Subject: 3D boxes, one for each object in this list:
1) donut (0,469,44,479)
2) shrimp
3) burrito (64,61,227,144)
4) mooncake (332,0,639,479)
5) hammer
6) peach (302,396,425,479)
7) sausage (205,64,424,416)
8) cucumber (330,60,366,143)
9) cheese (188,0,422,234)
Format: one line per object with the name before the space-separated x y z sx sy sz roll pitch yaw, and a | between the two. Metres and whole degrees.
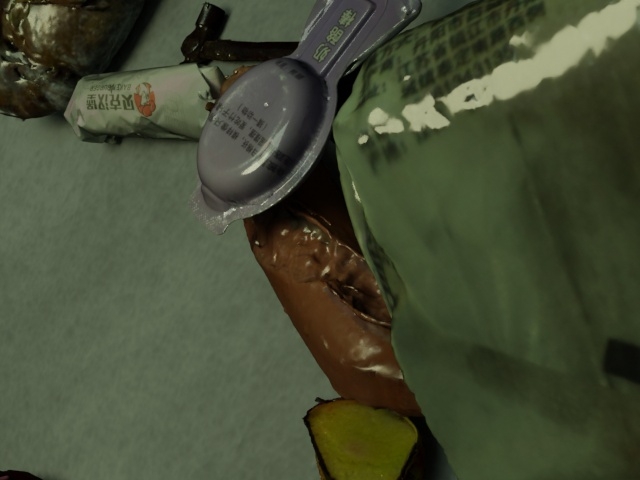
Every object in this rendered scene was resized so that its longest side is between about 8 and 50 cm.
donut | -0.257 0.279 0.963 0.230 0.096 0.216 -54 44 9
shrimp | -0.190 -0.257 1.137 0.145 0.116 0.343 36 95 22
burrito | -0.129 -0.103 1.046 0.203 0.064 0.064 2 73 46
mooncake | 0.138 -0.009 0.633 0.254 0.136 0.250 -12 107 35
hammer | -0.042 -0.145 1.011 0.178 0.021 0.065 10 78 45
peach | 0.021 0.132 0.798 0.083 0.050 0.077 13 49 30
sausage | -0.001 0.001 0.864 0.087 0.079 0.327 -57 41 26
cucumber | 0.123 -0.077 0.786 0.303 0.072 0.081 11 67 45
cheese | -0.018 -0.087 0.840 0.191 0.042 0.105 -53 44 6
